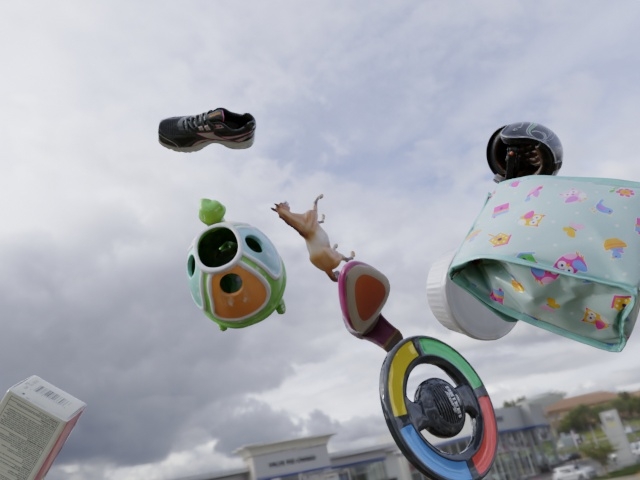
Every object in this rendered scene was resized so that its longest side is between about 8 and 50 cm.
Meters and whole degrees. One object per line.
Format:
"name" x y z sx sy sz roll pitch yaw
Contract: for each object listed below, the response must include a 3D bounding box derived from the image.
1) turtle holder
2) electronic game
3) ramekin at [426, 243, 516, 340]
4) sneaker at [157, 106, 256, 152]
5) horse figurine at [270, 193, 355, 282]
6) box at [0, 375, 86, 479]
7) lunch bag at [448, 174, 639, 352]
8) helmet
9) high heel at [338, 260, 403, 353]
"turtle holder" -0.210 0.045 1.468 0.244 0.320 0.227 0 -32 15
"electronic game" 0.181 0.251 0.893 0.229 0.229 0.048 7 -35 -37
"ramekin" 0.409 0.134 1.603 0.273 0.272 0.127 1 -6 -26
"sneaker" -0.196 -0.205 1.043 0.178 0.072 0.077 -9 -19 -22
"horse figurine" 0.000 0.000 1.443 0.066 0.263 0.174 -23 7 30
"box" -0.664 0.449 1.334 0.149 0.232 0.127 31 1 -3
"lunch bag" 0.346 0.013 0.884 0.262 0.223 0.160 14 -39 31
"helmet" 0.466 -0.195 1.361 0.169 0.169 0.161 -24 12 25
"high heel" 0.067 0.131 1.328 0.127 0.181 0.377 -45 -36 -16
